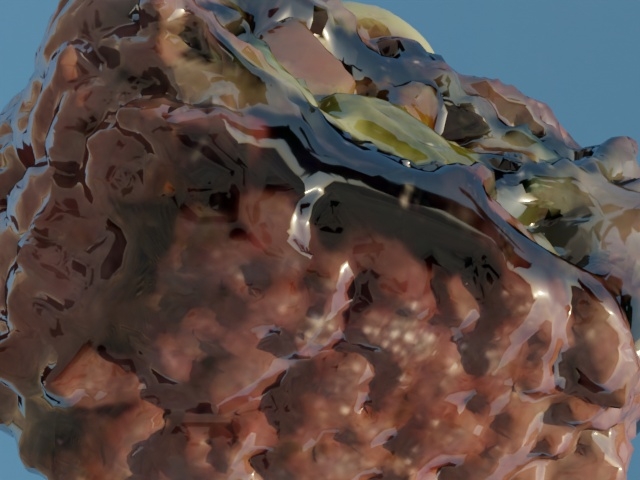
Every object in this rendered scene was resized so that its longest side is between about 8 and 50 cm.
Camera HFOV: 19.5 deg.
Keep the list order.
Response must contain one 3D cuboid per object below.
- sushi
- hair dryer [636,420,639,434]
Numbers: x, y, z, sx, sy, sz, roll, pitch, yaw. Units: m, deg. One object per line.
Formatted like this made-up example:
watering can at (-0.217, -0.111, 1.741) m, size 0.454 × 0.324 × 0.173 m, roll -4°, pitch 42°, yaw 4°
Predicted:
sushi at (0.000, 0.000, 0.673) m, size 0.270 × 0.236 × 0.171 m, roll 27°, pitch -59°, yaw -14°
hair dryer at (0.217, 0.068, 0.751) m, size 0.195 × 0.050 × 0.173 m, roll 45°, pitch -63°, yaw 0°
